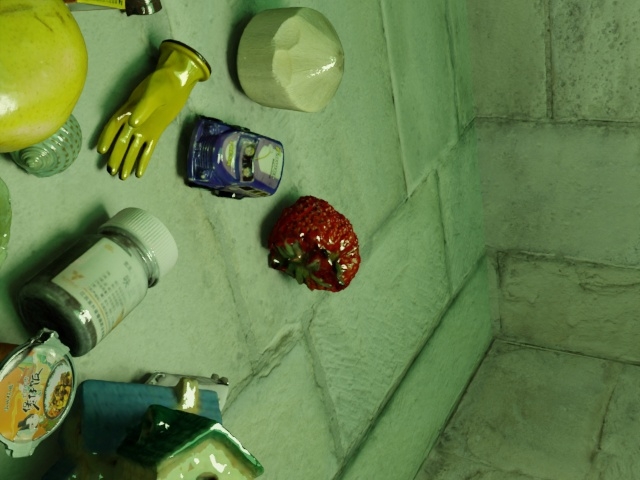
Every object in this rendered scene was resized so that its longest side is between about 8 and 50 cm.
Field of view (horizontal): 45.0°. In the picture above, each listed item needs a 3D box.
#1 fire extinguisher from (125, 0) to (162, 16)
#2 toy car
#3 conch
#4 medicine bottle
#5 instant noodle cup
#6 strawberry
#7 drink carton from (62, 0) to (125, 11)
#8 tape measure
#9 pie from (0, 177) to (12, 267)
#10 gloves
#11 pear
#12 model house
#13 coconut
[{"bbox_3d":[-0.371,-0.547,1.419,0.089,0.072,0.268,-22,122,-15],"label":"fire extinguisher"},{"bbox_3d":[-0.186,-0.181,1.725,0.235,0.158,0.172,10,88,-60],"label":"toy car"},{"bbox_3d":[-0.461,-0.171,1.326,0.153,0.102,0.135,-54,155,-39],"label":"conch"},{"bbox_3d":[-0.400,0.071,1.415,0.273,0.165,0.165,-48,136,-42],"label":"medicine bottle"},{"bbox_3d":[-0.519,0.242,1.293,0.177,0.125,0.208,47,56,-54],"label":"instant noodle cup"},{"bbox_3d":[-0.004,-0.002,2.014,0.258,0.261,0.261,-55,141,-28],"label":"strawberry"},{"bbox_3d":[-0.408,-0.561,1.260,0.111,0.154,0.351,-15,110,-58],"label":"drink carton"},{"bbox_3d":[-0.316,0.383,1.684,0.236,0.120,0.197,21,81,-55],"label":"tape measure"},{"bbox_3d":[-0.576,-0.003,1.120,0.306,0.071,0.306,-38,146,-32],"label":"pie"},{"bbox_3d":[-0.335,-0.245,1.528,0.133,0.116,0.294,46,64,-45],"label":"gloves"},{"bbox_3d":[-0.488,-0.248,1.083,0.336,0.285,0.285,-40,130,-49],"label":"pear"},{"bbox_3d":[-0.308,0.417,1.384,0.334,0.382,0.343,13,80,-33],"label":"model house"},{"bbox_3d":[-0.056,-0.416,1.786,0.237,0.266,0.237,-25,122,-47],"label":"coconut"}]
